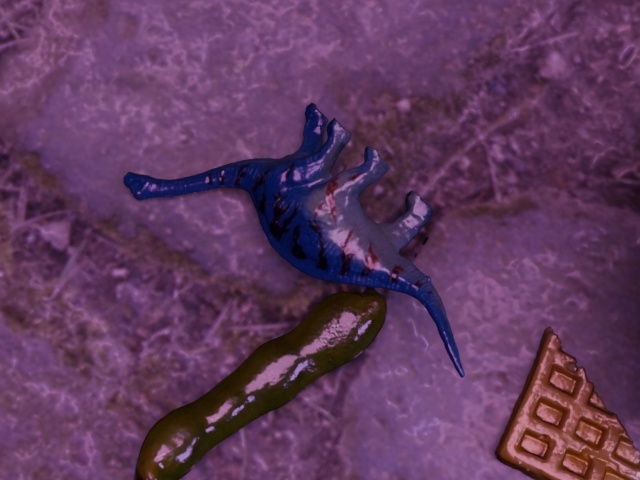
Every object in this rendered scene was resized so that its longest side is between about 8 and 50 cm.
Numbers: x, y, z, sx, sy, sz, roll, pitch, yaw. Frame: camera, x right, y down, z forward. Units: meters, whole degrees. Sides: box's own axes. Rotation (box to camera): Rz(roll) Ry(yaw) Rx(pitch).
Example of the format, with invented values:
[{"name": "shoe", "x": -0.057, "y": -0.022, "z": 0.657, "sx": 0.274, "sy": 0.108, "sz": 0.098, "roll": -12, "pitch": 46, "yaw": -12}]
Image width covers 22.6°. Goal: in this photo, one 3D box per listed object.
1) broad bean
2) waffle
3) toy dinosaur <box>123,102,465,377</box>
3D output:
[{"name": "broad bean", "x": -0.051, "y": 0.117, "z": 1.266, "sx": 0.256, "sy": 0.053, "sz": 0.052, "roll": -36, "pitch": 110, "yaw": -14}, {"name": "waffle", "x": 0.247, "y": 0.162, "z": 1.279, "sx": 0.191, "sy": 0.032, "sz": 0.125, "roll": 24, "pitch": 77, "yaw": 1}, {"name": "toy dinosaur", "x": 0.006, "y": -0.030, "z": 1.276, "sx": 0.329, "sy": 0.076, "sz": 0.144, "roll": 29, "pitch": 82, "yaw": 16}]
